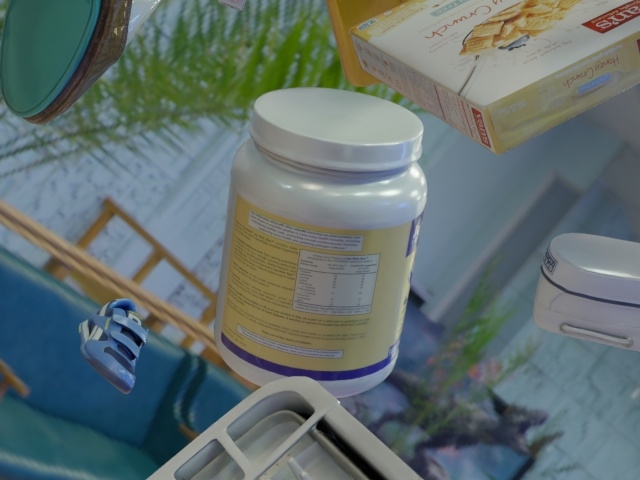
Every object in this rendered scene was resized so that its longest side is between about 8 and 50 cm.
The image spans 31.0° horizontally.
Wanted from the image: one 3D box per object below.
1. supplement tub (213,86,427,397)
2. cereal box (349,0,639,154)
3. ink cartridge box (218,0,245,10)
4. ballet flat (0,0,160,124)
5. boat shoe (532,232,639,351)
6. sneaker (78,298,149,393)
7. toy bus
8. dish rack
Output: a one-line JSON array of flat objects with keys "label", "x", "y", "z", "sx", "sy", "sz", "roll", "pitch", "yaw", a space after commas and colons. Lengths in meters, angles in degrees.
[{"label": "supplement tub", "x": 0.000, "y": 0.000, "z": 1.426, "sx": 0.241, "sy": 0.331, "sz": 0.241, "roll": 7, "pitch": 25, "yaw": -3}, {"label": "cereal box", "x": 0.147, "y": -0.158, "z": 0.912, "sx": 0.240, "sy": 0.173, "sz": 0.047, "roll": 44, "pitch": -22, "yaw": 58}, {"label": "ink cartridge box", "x": -0.109, "y": -0.554, "z": 2.056, "sx": 0.066, "sy": 0.189, "sz": 0.232, "roll": 19, "pitch": -41, "yaw": -6}, {"label": "ballet flat", "x": -0.185, "y": -0.254, "z": 0.993, "sx": 0.116, "sy": 0.342, "sz": 0.124, "roll": 36, "pitch": 35, "yaw": 26}, {"label": "boat shoe", "x": 0.302, "y": 0.062, "z": 0.944, "sx": 0.258, "sy": 0.084, "sz": 0.095, "roll": 15, "pitch": 29, "yaw": 5}, {"label": "sneaker", "x": -0.200, "y": 0.099, "z": 1.137, "sx": 0.053, "sy": 0.059, "sz": 0.144, "roll": 50, "pitch": 0, "yaw": -28}, {"label": "toy bus", "x": 0.065, "y": -0.307, "z": 1.477, "sx": 0.333, "sy": 0.108, "sz": 0.130, "roll": 70, "pitch": 12, "yaw": -63}, {"label": "dish rack", "x": -0.047, "y": 0.258, "z": 0.832, "sx": 0.072, "sy": 0.285, "sz": 0.333, "roll": 57, "pitch": -12, "yaw": -28}]
